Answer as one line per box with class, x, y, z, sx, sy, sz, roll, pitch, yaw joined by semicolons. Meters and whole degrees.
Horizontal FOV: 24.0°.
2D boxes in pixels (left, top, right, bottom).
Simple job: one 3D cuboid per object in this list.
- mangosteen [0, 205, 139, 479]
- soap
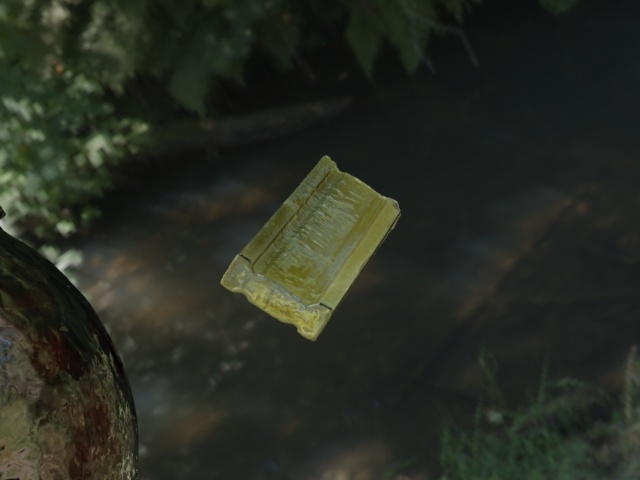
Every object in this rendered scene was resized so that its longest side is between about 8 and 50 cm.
mangosteen;-0.231;0.090;0.747;0.300;0.300;0.300;-22;31;14
soap;0.000;0.001;1.301;0.037;0.092;0.252;-58;-3;27
